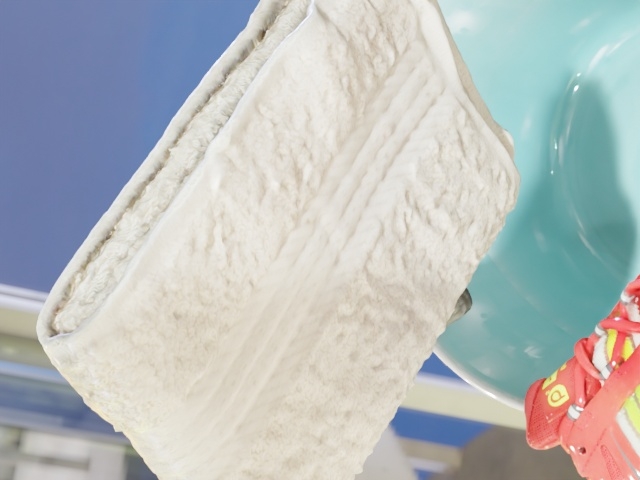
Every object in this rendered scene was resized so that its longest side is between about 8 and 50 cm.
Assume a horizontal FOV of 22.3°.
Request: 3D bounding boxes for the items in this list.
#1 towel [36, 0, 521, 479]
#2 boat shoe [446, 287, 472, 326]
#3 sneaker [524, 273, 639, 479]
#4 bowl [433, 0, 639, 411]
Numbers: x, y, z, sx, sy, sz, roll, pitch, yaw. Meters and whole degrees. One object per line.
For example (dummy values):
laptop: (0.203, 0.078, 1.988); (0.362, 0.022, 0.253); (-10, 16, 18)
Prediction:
towel: (0.000, 0.000, 0.736); (0.049, 0.187, 0.282); (2, -132, 39)
boat shoe: (-0.009, 0.076, 0.912); (0.223, 0.073, 0.080); (-42, -178, 27)
sneaker: (0.136, 0.056, 0.642); (0.107, 0.118, 0.279); (-46, 134, -52)
bowl: (0.194, -0.051, 0.999); (0.311, 0.163, 0.311); (1, -88, 42)
